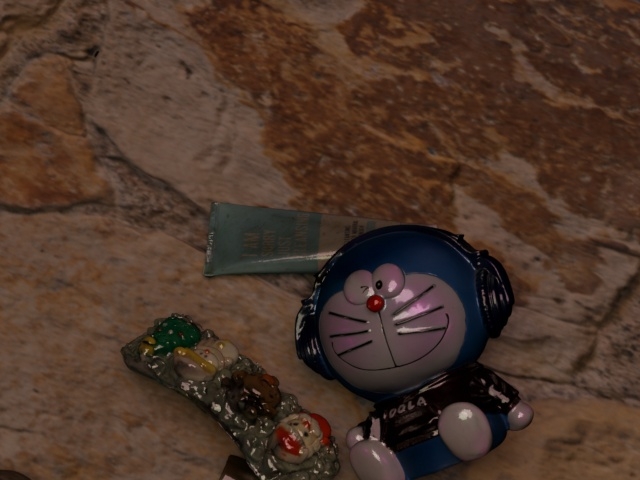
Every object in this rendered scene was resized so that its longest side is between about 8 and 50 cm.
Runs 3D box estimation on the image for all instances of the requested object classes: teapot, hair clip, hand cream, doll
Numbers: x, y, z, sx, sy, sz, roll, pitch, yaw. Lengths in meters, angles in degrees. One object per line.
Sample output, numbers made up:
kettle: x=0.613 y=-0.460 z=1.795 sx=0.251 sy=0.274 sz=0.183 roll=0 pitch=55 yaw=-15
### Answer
teapot: x=-0.098 y=0.318 z=1.975 sx=0.068 sy=0.076 sz=0.121 roll=23 pitch=29 yaw=0
hair clip: x=-0.104 y=0.189 z=1.989 sx=0.321 sy=0.091 sz=0.138 roll=37 pitch=42 yaw=19
hand cream: x=0.000 y=0.000 z=2.130 sx=0.312 sy=0.070 sz=0.111 roll=2 pitch=69 yaw=3
doll: x=0.115 y=0.133 z=1.990 sx=0.284 sy=0.240 sz=0.309 roll=-23 pitch=83 yaw=17

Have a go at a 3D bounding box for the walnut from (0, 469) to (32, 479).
walnut: x=-0.405 y=0.381 z=1.877 sx=0.224 sy=0.224 sz=0.224 roll=1 pitch=66 yaw=-2
